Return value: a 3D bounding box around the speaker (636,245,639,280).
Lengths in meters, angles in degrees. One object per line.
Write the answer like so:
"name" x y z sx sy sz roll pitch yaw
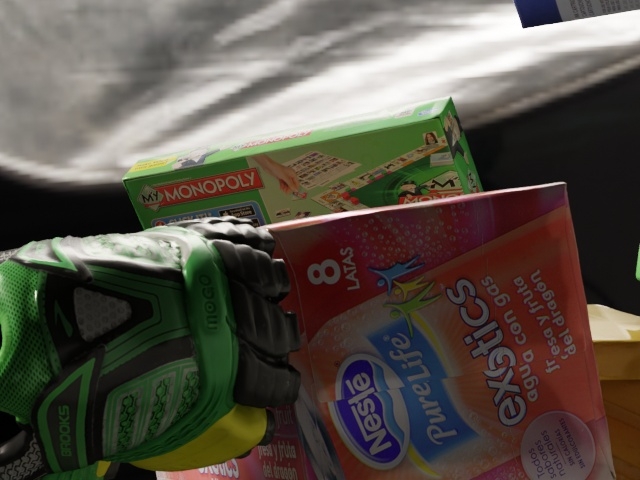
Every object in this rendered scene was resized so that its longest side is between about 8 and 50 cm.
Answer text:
"speaker" 0.328 -0.090 1.240 0.131 0.131 0.297 22 89 55

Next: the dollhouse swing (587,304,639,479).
"dollhouse swing" 0.151 0.246 1.171 0.305 0.315 0.347 -134 45 -74

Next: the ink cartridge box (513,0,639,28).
"ink cartridge box" 0.262 -0.267 1.540 0.186 0.311 0.065 55 -148 -62

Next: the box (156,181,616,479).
"box" 0.010 0.064 0.908 0.300 0.154 0.142 163 98 -72

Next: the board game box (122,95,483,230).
"board game box" 0.000 0.000 1.600 0.317 0.046 0.214 -9 115 24

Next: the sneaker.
"sneaker" -0.160 0.064 0.810 0.343 0.146 0.134 -31 62 50
